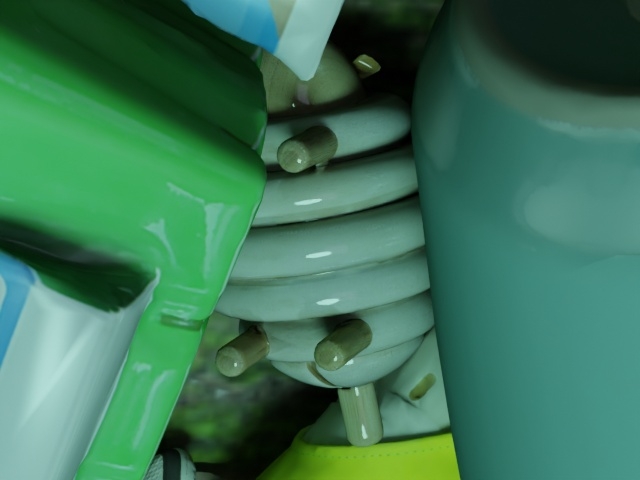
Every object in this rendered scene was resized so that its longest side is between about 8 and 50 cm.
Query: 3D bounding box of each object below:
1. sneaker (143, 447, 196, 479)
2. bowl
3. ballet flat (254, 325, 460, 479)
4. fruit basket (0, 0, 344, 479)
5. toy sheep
[{"bbox_3d":[-0.077,0.098,0.622,0.083,0.032,0.037,-47,120,5],"label":"sneaker"},{"bbox_3d":[0.148,-0.032,0.475,0.311,0.311,0.163,-33,121,-2],"label":"bowl"},{"bbox_3d":[0.063,0.057,0.636,0.231,0.077,0.077,-11,96,-17],"label":"ballet flat"},{"bbox_3d":[-0.202,-0.004,0.456,0.353,0.165,0.327,17,114,-17],"label":"fruit basket"},{"bbox_3d":[0.000,0.000,0.569,0.091,0.091,0.132,-9,102,-15],"label":"toy sheep"}]
